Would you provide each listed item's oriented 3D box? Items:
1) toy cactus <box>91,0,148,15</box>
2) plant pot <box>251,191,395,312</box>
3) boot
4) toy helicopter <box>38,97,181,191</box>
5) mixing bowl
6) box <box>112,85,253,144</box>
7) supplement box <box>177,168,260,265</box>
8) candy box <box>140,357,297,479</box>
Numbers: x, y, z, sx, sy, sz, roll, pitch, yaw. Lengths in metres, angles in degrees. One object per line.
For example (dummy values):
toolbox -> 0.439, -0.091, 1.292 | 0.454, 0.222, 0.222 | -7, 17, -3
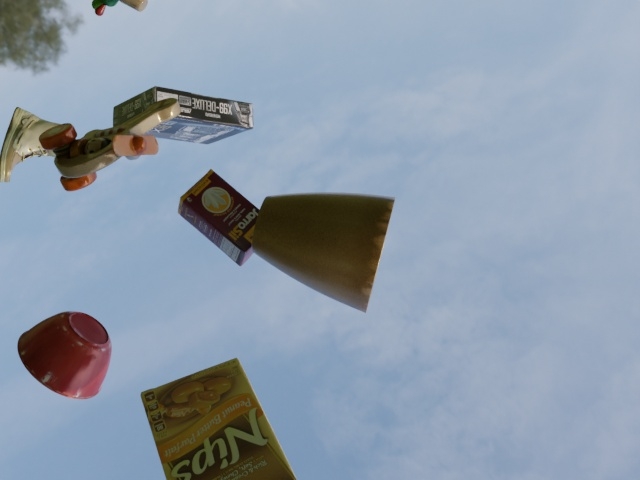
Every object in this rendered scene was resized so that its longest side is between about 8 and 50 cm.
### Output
toy cactus -> -0.480, -0.590, 1.827 | 0.180, 0.219, 0.112 | 37, -137, 4
plant pot -> 0.000, 0.000, 1.597 | 0.254, 0.237, 0.237 | 14, -129, 5
boot -> -0.719, -0.225, 2.026 | 0.077, 0.165, 0.213 | -42, -143, 53
toy helicopter -> -0.453, -0.246, 1.858 | 0.234, 0.140, 0.355 | 7, -143, 42
mixing bowl -> -0.464, 0.199, 1.508 | 0.098, 0.181, 0.181 | -49, -141, 14
box -> -0.377, -0.337, 2.189 | 0.242, 0.307, 0.077 | -9, -99, 49
supplement box -> -0.206, -0.050, 1.741 | 0.188, 0.081, 0.104 | 40, -117, 5
candy box -> -0.166, 0.343, 1.300 | 0.182, 0.088, 0.316 | -19, -145, -14
